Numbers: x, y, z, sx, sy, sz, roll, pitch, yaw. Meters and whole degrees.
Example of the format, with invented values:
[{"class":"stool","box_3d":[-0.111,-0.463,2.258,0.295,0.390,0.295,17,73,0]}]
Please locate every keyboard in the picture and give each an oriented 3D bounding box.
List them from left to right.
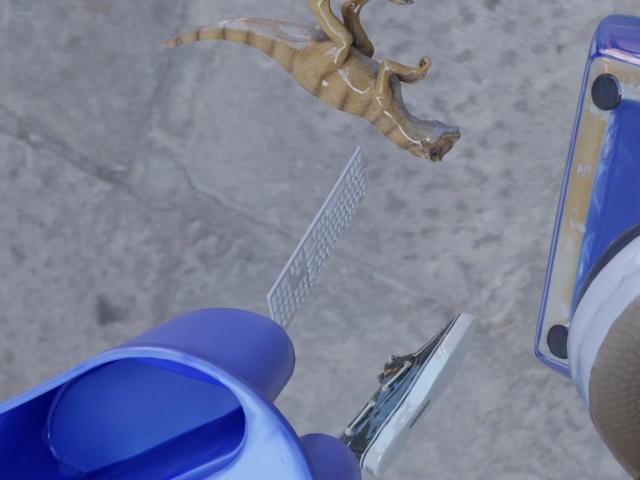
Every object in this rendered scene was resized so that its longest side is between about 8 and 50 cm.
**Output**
[{"class":"keyboard","box_3d":[0.000,0.000,1.523,0.014,0.256,0.072,16,138,17]}]

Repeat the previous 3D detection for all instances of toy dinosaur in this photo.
[{"class":"toy dinosaur","box_3d":[0.000,-0.121,0.888,0.211,0.064,0.112,29,109,3]}]

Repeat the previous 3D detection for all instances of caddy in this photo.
[{"class":"caddy","box_3d":[-0.137,0.200,1.064,0.341,0.179,0.241,-27,95,27]}]

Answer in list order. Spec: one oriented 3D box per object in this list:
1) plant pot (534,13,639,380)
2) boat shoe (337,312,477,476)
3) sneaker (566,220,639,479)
[{"class":"plant pot","box_3d":[0.256,-0.001,0.727,0.236,0.212,0.236,25,112,44]},{"class":"boat shoe","box_3d":[0.098,0.162,1.562,0.070,0.078,0.219,32,72,21]},{"class":"sneaker","box_3d":[0.153,0.008,0.437,0.099,0.282,0.153,-54,43,26]}]
